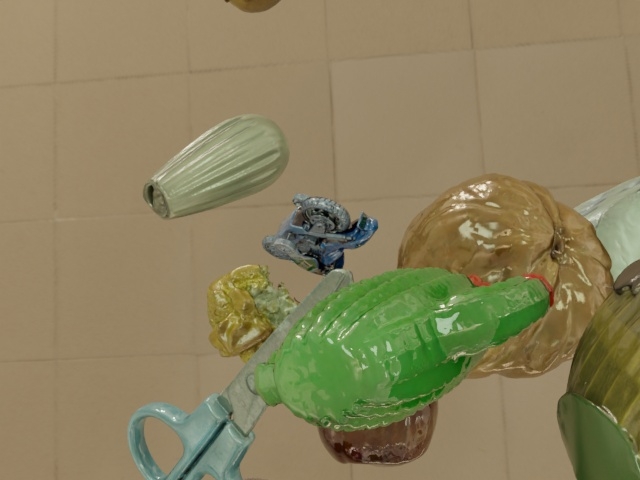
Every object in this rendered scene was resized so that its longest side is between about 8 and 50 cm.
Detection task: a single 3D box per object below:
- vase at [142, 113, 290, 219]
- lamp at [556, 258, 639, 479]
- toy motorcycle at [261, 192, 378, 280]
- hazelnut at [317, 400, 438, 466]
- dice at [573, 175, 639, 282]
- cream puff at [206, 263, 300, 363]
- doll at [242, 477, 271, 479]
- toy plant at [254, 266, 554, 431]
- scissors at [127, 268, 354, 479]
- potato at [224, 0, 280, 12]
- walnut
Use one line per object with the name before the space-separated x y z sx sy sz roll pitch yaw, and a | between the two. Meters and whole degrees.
vase | -0.163 -0.110 1.194 0.128 0.128 0.248 48 51 10
lamp | 0.266 0.098 0.468 0.250 0.284 0.250 -5 116 -10
toy motorcycle | 0.000 0.000 1.179 0.136 0.254 0.092 27 65 -13
hazelnut | 0.109 0.290 1.333 0.218 0.234 0.217 12 111 35
dice | 0.521 0.056 1.291 0.265 0.262 0.268 -30 88 -12
cream puff | -0.137 0.168 1.498 0.221 0.195 0.194 42 88 -12
doll | -0.013 0.396 0.942 0.287 0.151 0.150 13 83 23
toy plant | 0.070 0.058 0.492 0.240 0.155 0.088 -14 82 -31
scissors | -0.082 0.172 0.803 0.192 0.029 0.447 46 128 13
potato | -0.096 -0.427 1.184 0.137 0.176 0.137 -3 97 -22
walnut | 0.246 0.058 1.043 0.297 0.285 0.285 24 85 -14
